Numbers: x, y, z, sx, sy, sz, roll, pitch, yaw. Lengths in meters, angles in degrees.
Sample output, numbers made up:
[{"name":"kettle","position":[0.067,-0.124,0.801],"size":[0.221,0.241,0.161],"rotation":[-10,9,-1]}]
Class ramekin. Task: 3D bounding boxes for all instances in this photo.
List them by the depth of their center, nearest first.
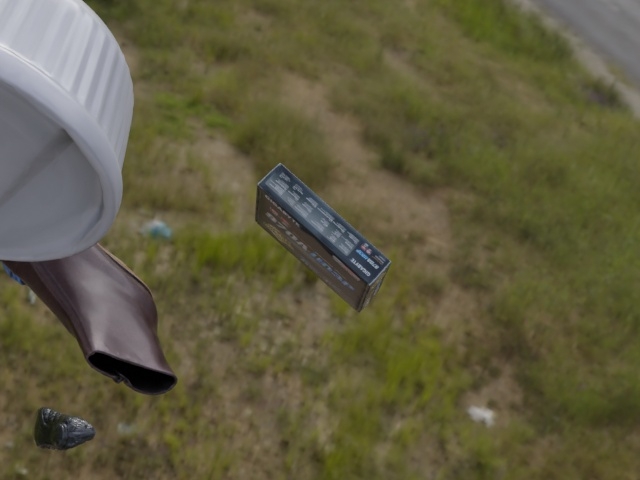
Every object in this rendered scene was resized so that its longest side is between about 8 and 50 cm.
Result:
[{"name":"ramekin","position":[-0.273,-0.110,0.959],"size":[0.273,0.273,0.127],"rotation":[19,56,-4]}]

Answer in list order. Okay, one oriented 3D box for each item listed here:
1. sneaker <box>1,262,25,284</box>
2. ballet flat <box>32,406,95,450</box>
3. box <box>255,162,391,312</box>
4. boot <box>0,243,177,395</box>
[{"name":"sneaker","position":[-0.404,-0.021,1.839],"size":[0.082,0.209,0.069],"rotation":[48,13,32]},{"name":"ballet flat","position":[-0.363,0.265,1.684],"size":[0.049,0.057,0.173],"rotation":[7,-3,-30]},{"name":"box","position":[0.000,0.000,1.788],"size":[0.220,0.175,0.051],"rotation":[42,75,8]},{"name":"boot","position":[-0.265,0.051,1.292],"size":[0.248,0.090,0.207],"rotation":[33,16,-39]}]
